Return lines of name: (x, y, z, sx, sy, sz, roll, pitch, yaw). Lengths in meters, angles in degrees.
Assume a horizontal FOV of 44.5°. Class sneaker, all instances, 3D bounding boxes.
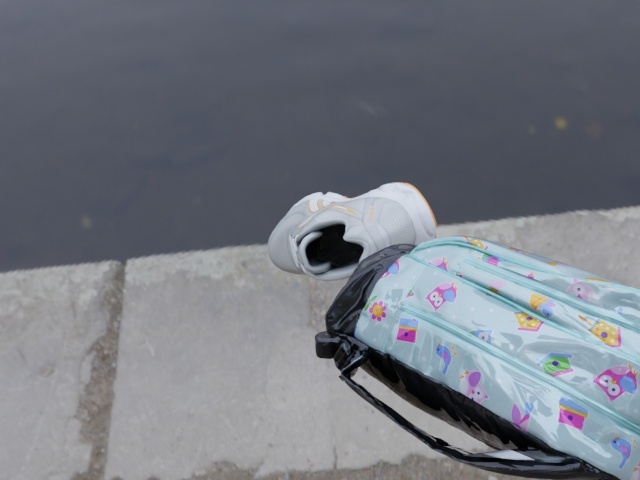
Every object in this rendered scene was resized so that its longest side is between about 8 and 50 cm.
sneaker: (0.000, 0.000, 0.885, 0.121, 0.262, 0.099, -27, 97, -37)

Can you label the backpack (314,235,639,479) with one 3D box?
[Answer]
backpack: (0.108, 0.066, 0.438, 0.182, 0.152, 0.115, 21, 90, 49)
